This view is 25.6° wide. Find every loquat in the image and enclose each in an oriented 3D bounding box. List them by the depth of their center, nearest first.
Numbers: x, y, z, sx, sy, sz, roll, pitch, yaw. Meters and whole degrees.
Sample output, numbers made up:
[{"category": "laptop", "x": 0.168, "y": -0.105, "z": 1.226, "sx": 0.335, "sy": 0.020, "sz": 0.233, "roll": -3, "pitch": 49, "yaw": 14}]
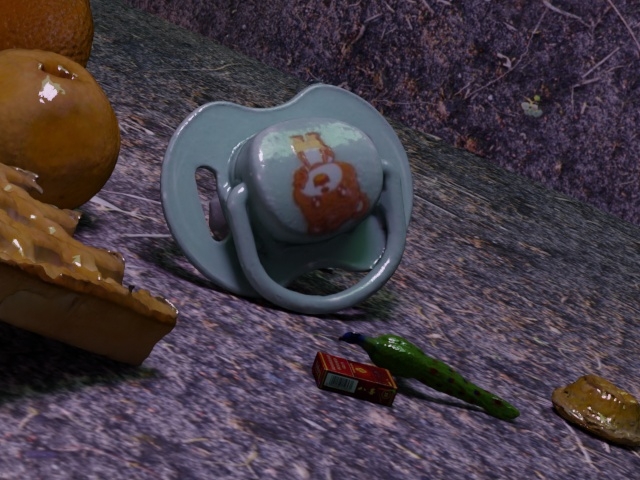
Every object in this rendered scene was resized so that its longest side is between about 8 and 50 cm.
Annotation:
[{"category": "loquat", "x": -0.343, "y": -0.125, "z": 1.662, "sx": 0.208, "sy": 0.208, "sz": 0.208, "roll": 18, "pitch": 13, "yaw": -4}]

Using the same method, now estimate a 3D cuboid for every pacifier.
[{"category": "pacifier", "x": -0.051, "y": -0.038, "z": 1.744, "sx": 0.343, "sy": 0.288, "sz": 0.269, "roll": -11, "pitch": -8, "yaw": -27}]

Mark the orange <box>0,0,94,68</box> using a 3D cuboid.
[{"category": "orange", "x": -0.483, "y": -0.298, "z": 1.926, "sx": 0.357, "sy": 0.322, "sz": 0.322, "roll": 24, "pitch": 8, "yaw": -33}]

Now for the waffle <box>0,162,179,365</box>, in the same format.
[{"category": "waffle", "x": -0.319, "y": -0.031, "z": 1.256, "sx": 0.348, "sy": 0.077, "sz": 0.304, "roll": 39, "pitch": 5, "yaw": 29}]

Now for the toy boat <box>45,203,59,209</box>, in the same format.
[{"category": "toy boat", "x": -0.364, "y": -0.031, "z": 1.498, "sx": 0.185, "sy": 0.071, "sz": 0.089, "roll": 21, "pitch": 14, "yaw": 12}]

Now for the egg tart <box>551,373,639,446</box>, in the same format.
[{"category": "egg tart", "x": 0.329, "y": 0.190, "z": 1.617, "sx": 0.128, "sy": 0.049, "sz": 0.129, "roll": 20, "pitch": 13, "yaw": -5}]

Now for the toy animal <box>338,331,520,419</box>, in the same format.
[{"category": "toy animal", "x": 0.112, "y": 0.141, "z": 1.522, "sx": 0.217, "sy": 0.041, "sz": 0.075, "roll": 28, "pitch": -8, "yaw": -18}]

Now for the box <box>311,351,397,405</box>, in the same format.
[{"category": "box", "x": 0.035, "y": 0.143, "z": 1.454, "sx": 0.082, "sy": 0.023, "sz": 0.051, "roll": 16, "pitch": 15, "yaw": -12}]
